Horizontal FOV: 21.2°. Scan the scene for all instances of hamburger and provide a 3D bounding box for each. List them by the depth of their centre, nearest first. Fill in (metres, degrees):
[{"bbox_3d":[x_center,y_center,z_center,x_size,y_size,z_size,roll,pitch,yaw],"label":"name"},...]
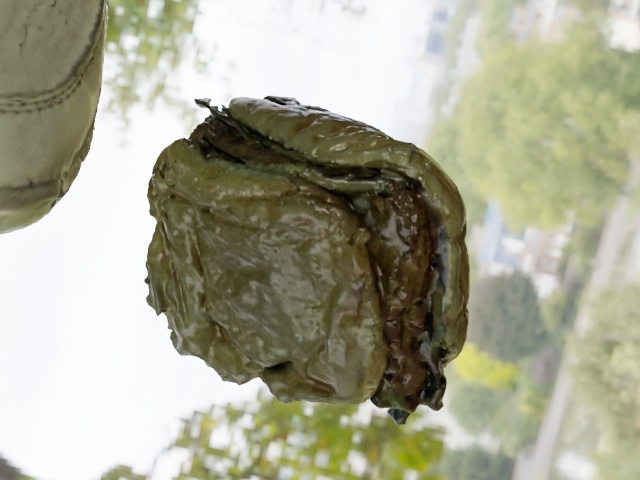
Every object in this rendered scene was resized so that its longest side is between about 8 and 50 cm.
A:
[{"bbox_3d":[0.000,0.000,1.004,0.130,0.206,0.183,-43,-40,-42],"label":"hamburger"}]

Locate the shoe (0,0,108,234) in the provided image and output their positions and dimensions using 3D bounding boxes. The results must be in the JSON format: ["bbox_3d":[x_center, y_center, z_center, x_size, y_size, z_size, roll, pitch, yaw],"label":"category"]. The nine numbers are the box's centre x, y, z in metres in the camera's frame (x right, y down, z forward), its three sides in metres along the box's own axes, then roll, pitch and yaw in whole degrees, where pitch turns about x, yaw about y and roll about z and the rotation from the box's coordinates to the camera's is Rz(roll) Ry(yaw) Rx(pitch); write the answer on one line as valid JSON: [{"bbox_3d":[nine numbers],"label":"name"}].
[{"bbox_3d":[-0.116,-0.181,0.519,0.210,0.132,0.342,-31,66,53],"label":"shoe"}]
